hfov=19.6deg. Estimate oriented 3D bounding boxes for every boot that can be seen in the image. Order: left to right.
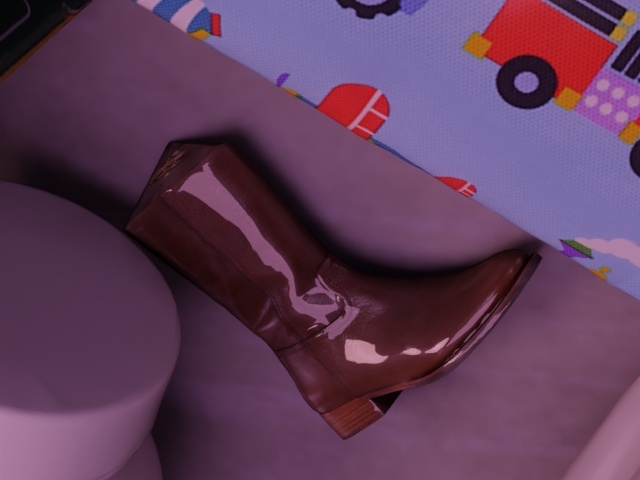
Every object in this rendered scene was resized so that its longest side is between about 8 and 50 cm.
[{"bbox_3d":[0.000,0.000,0.600,0.114,0.037,0.106,47,121,-4],"label":"boot"}]

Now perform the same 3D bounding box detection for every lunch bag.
[{"bbox_3d":[0.091,-0.150,0.390,0.221,0.138,0.293,30,130,-8],"label":"lunch bag"}]

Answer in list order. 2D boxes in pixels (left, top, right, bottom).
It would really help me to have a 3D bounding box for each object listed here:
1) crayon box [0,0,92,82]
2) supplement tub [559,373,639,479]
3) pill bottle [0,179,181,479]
[{"bbox_3d":[-0.241,0.012,0.590,0.323,0.203,0.083,-33,103,32],"label":"crayon box"},{"bbox_3d":[0.215,0.163,0.490,0.325,0.235,0.235,36,124,-2],"label":"supplement tub"},{"bbox_3d":[-0.144,0.115,0.645,0.152,0.152,0.272,27,124,4],"label":"pill bottle"}]
